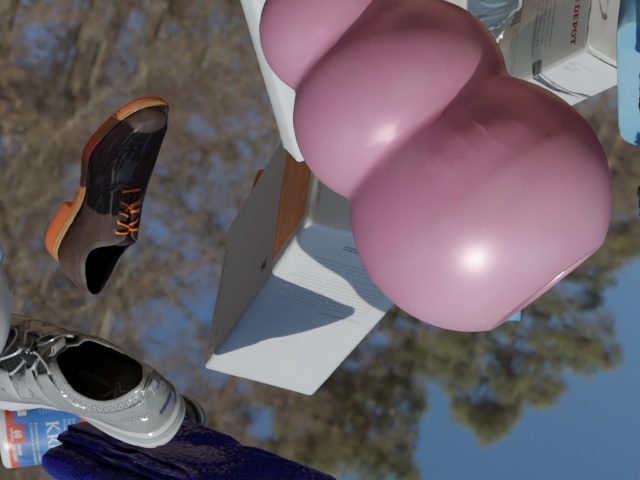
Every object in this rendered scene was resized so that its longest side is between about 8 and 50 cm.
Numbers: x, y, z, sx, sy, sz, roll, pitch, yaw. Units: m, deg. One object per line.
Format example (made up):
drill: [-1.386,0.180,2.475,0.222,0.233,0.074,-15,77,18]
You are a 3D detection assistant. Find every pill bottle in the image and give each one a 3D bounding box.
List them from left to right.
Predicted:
pill bottle: [-0.352,0.253,2.240,0.221,0.124,0.124,-8,-152,-8]

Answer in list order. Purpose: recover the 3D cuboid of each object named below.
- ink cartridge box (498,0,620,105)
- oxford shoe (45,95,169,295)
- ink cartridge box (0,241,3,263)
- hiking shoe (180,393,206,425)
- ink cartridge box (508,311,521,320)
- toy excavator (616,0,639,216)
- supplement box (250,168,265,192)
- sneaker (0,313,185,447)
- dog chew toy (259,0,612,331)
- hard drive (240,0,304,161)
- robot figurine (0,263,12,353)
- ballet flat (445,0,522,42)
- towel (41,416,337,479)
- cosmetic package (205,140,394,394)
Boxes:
ink cartridge box: [0.312,-0.261,2.018,0.092,0.160,0.219,22,156,-27]
oxford shoe: [-0.231,-0.051,1.813,0.097,0.271,0.098,-8,-129,-41]
ink cartridge box: [-0.581,0.044,1.928,0.307,0.129,0.223,14,-117,5]
hiking shoe: [-0.211,0.342,2.018,0.113,0.304,0.132,-10,162,14]
ink cartridge box: [0.186,-0.014,1.689,0.061,0.181,0.104,0,-163,-1]
toy excavator: [0.339,-0.218,1.338,0.433,0.222,0.445,5,-121,15]
supplement box: [0.009,-0.031,2.297,0.233,0.080,0.078,14,161,3]
sneaker: [-0.274,0.119,1.595,0.281,0.115,0.105,14,-120,11]
dog chew toy: [0.075,-0.094,1.216,0.332,0.206,0.206,53,-151,8]
hard drive: [0.026,-0.226,1.530,0.203,0.307,0.040,-36,-120,-12]
robot figurine: [-0.444,0.068,1.534,0.278,0.209,0.173,-2,157,17]
ballet flat: [0.206,-0.381,1.896,0.147,0.409,0.147,5,-144,-3]
towel: [-0.150,0.258,1.777,0.227,0.076,0.308,-4,-170,-38]
cosmetic package: [0.000,0.000,1.964,0.161,0.453,0.230,15,-120,-13]
